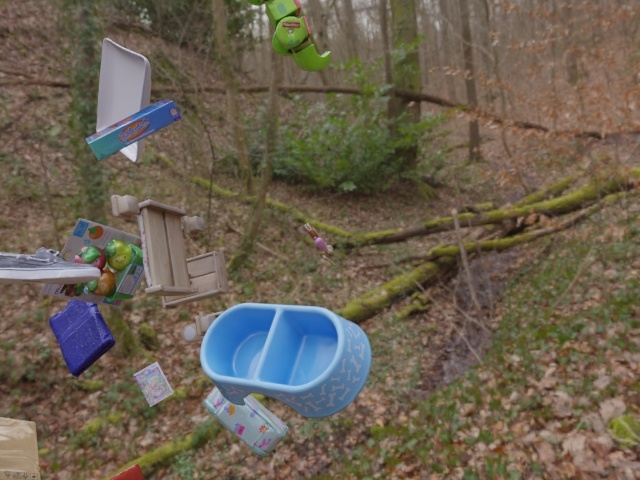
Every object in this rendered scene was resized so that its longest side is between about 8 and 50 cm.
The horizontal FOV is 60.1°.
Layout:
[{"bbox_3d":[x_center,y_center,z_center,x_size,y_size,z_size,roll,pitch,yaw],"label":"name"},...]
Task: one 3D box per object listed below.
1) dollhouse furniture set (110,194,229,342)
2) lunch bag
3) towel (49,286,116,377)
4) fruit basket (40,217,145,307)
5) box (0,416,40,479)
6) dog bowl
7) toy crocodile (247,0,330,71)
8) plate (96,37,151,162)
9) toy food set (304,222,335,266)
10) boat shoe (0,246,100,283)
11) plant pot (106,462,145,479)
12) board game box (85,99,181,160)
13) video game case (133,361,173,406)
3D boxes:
[{"bbox_3d":[-0.373,0.092,1.247,0.173,0.304,0.355,-16,-14,19],"label":"dollhouse furniture set"},{"bbox_3d":[-0.234,0.570,1.779,0.108,0.279,0.224,-50,-8,-10],"label":"lunch bag"},{"bbox_3d":[-0.965,0.371,2.250,0.227,0.076,0.308,-43,58,4],"label":"towel"},{"bbox_3d":[-0.851,0.106,2.159,0.165,0.327,0.353,33,5,33],"label":"fruit basket"},{"bbox_3d":[-0.701,0.443,1.175,0.021,0.201,0.164,-48,45,12],"label":"box"},{"bbox_3d":[-0.068,0.179,0.879,0.297,0.074,0.166,-1,56,32],"label":"dog bowl"},{"bbox_3d":[-0.094,-0.542,1.282,0.105,0.341,0.115,-32,10,-6],"label":"toy crocodile"},{"bbox_3d":[-0.537,-0.388,1.522,0.045,0.278,0.277,-8,30,-41],"label":"plate"},{"bbox_3d":[0.000,0.000,1.225,0.019,0.122,0.078,-39,-34,9],"label":"toy food set"},{"bbox_3d":[-0.788,0.070,1.590,0.301,0.102,0.108,0,-14,-4],"label":"boat shoe"},{"bbox_3d":[-0.669,0.912,1.722,0.267,0.236,0.267,-46,-16,19],"label":"plant pot"},{"bbox_3d":[-0.445,-0.264,1.305,0.210,0.047,0.160,-33,25,-15],"label":"board game box"},{"bbox_3d":[-0.566,0.487,1.875,0.087,0.122,0.011,-29,-7,-11],"label":"video game case"}]
